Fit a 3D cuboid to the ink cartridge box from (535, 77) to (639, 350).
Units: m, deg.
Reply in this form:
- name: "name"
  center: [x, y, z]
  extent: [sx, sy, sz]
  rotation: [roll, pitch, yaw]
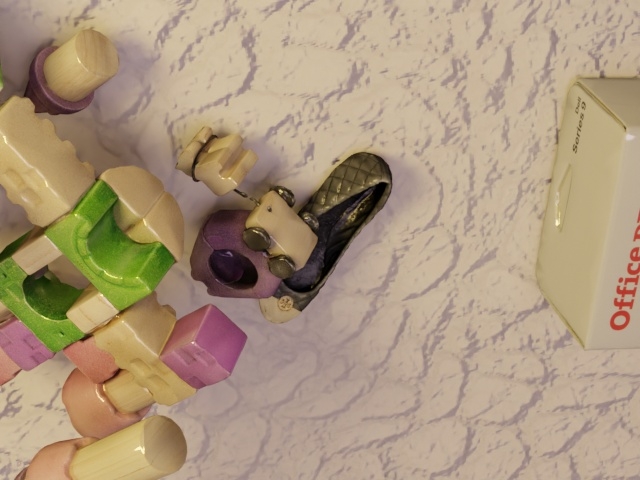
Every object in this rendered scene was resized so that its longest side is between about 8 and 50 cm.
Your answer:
- name: "ink cartridge box"
  center: [0.351, -0.023, 1.240]
  extent: [0.289, 0.121, 0.211]
  rotation: [-2, 117, -13]

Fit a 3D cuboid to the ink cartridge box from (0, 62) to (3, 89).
- name: "ink cartridge box"
  center: [-0.405, -0.193, 0.973]
  extent: [0.207, 0.119, 0.353]
  rotation: [-34, 120, 6]

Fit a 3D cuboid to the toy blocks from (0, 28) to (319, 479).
- name: "toy blocks"
  center: [-0.219, 0.037, 1.110]
  extent: [0.260, 0.309, 0.288]
  rotation: [-28, 112, 39]

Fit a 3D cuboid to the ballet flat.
- name: "ballet flat"
  center: [0.000, 0.000, 1.209]
  extent: [0.057, 0.049, 0.173]
  rotation: [26, 108, -23]
